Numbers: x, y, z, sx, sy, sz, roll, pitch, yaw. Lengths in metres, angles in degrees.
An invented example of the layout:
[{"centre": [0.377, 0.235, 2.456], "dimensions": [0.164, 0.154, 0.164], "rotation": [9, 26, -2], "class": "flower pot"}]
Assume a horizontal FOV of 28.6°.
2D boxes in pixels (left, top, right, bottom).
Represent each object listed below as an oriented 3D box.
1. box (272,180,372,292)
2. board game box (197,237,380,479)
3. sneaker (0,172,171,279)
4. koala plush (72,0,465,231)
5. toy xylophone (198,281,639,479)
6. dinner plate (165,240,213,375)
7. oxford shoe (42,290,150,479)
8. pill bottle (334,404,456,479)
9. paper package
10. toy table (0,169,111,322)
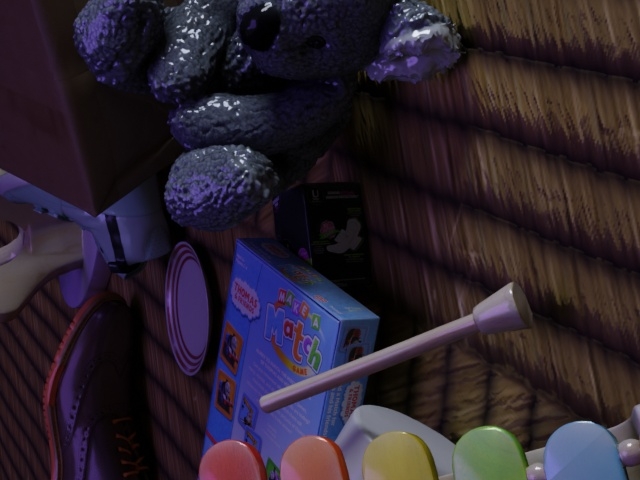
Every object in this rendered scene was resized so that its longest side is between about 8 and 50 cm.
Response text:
[{"centre": [0.000, 0.000, 0.976], "dimensions": [0.062, 0.052, 0.083], "rotation": [-18, 76, 63], "class": "box"}, {"centre": [-0.030, 0.124, 0.939], "dimensions": [0.160, 0.039, 0.211], "rotation": [35, 121, 53], "class": "board game box"}, {"centre": [-0.267, -0.022, 1.403], "dimensions": [0.256, 0.094, 0.151], "rotation": [-3, 107, 46], "class": "sneaker"}, {"centre": [-0.017, -0.149, 0.875], "dimensions": [0.221, 0.203, 0.196], "rotation": [-39, 80, 43], "class": "koala plush"}, {"centre": [0.050, 0.161, 0.699], "dimensions": [0.323, 0.081, 0.236], "rotation": [-28, 67, 18], "class": "toy xylophone"}, {"centre": [-0.136, 0.071, 1.319], "dimensions": [0.141, 0.017, 0.141], "rotation": [14, 106, 63], "class": "dinner plate"}, {"centre": [-0.253, 0.245, 1.519], "dimensions": [0.133, 0.130, 0.363], "rotation": [12, 98, 31], "class": "oxford shoe"}, {"centre": [0.011, 0.231, 0.828], "dimensions": [0.229, 0.131, 0.131], "rotation": [-61, 34, 11], "class": "pill bottle"}, {"centre": [-0.250, -0.218, 1.046], "dimensions": [0.325, 0.168, 0.309], "rotation": [22, 134, 39], "class": "paper package"}, {"centre": [-0.373, -0.013, 1.650], "dimensions": [0.252, 0.161, 0.274], "rotation": [-116, 32, -40], "class": "toy table"}]
